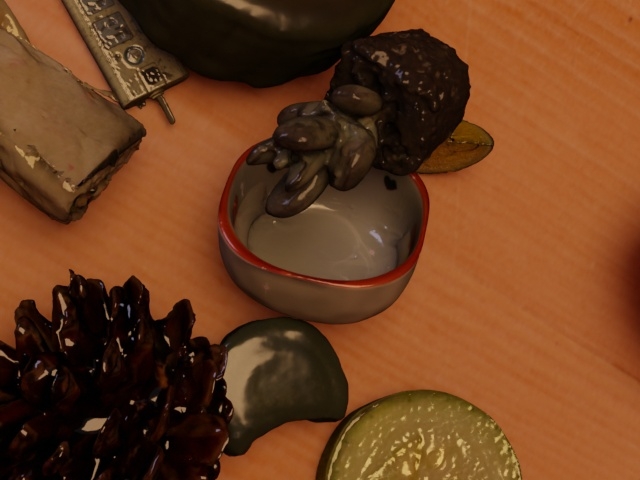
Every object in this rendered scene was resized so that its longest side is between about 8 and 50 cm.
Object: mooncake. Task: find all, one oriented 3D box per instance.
[{"bbox_3d":[-0.057,0.172,1.504,0.175,0.104,0.168,17,72,-13],"label":"mooncake"},{"bbox_3d":[-0.074,-0.359,1.547,0.356,0.194,0.356,5,76,-22],"label":"mooncake"}]

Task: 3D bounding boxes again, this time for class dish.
[{"bbox_3d":[0.000,0.000,1.518,0.256,0.117,0.256,4,45,-4],"label":"dish"}]

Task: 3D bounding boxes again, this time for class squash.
[{"bbox_3d":[0.120,0.301,1.550,0.252,0.049,0.252,3,79,-14],"label":"squash"}]

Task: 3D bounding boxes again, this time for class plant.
[{"bbox_3d":[0.038,-0.134,1.461,0.149,0.146,0.274,30,50,34],"label":"plant"}]

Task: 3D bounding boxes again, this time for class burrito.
[{"bbox_3d":[-0.361,-0.164,1.469,0.332,0.135,0.190,43,41,1],"label":"burrito"}]

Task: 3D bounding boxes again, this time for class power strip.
[{"bbox_3d":[-0.240,-0.255,1.576,0.092,0.034,0.268,-28,87,-18],"label":"power strip"}]

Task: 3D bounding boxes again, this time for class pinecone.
[{"bbox_3d":[-0.239,0.180,1.378,0.296,0.242,0.298,28,95,-6],"label":"pinecone"}]

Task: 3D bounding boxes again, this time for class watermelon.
[{"bbox_3d":[0.117,-0.133,1.616,0.181,0.092,0.075,3,68,-2],"label":"watermelon"}]
